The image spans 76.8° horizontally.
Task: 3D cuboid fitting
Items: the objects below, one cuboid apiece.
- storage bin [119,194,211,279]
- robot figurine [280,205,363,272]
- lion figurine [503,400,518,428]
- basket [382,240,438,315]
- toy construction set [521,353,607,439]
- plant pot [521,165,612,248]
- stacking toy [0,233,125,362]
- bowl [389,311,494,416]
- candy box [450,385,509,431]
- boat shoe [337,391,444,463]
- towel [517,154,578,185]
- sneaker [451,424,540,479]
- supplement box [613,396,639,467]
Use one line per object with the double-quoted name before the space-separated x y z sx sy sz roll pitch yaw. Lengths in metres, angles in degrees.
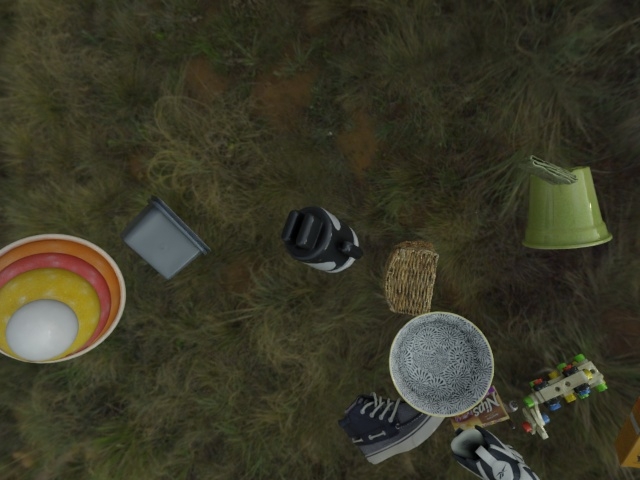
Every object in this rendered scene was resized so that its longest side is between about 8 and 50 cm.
"storage bin" -0.282 -0.002 0.717 0.091 0.135 0.098 -47 32 -17
"robot figurine" 0.001 0.003 1.224 0.174 0.278 0.209 -38 57 16
"lion figurine" 0.586 0.580 1.612 0.391 0.142 0.240 65 150 30
"basket" 0.385 0.156 1.791 0.214 0.223 0.298 6 104 6
"toy construction set" 0.776 0.493 1.317 0.328 0.215 0.151 -39 62 -6
"plant pot" 0.849 -0.123 1.420 0.277 0.276 0.253 -6 99 21
"stacking toy" -0.630 0.165 0.921 0.480 0.351 0.349 5 97 62
"bowl" 0.202 0.206 0.703 0.170 0.080 0.169 0 84 5
"candy box" 0.547 0.597 1.420 0.187 0.053 0.109 -25 50 13
"boat shoe" 0.178 0.468 1.077 0.158 0.127 0.340 43 125 9
"towel" 0.504 -0.156 0.909 0.110 0.148 0.027 29 105 10
"sneaker" 0.343 0.446 0.857 0.153 0.235 0.094 41 91 11
"supplement box" 0.881 0.528 1.099 0.078 0.080 0.233 2 123 14
